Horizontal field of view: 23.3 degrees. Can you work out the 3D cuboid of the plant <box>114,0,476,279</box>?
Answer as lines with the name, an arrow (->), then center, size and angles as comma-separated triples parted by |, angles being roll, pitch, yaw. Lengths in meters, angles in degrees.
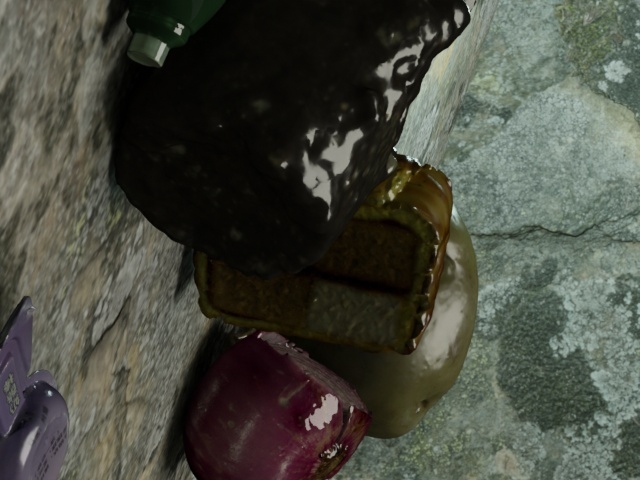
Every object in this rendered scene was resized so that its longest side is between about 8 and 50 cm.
plant -> -0.017, -0.123, 1.086 | 0.188, 0.199, 0.276 | 106, 10, -63

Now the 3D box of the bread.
bread -> 0.000, 0.000, 1.342 | 0.096, 0.222, 0.181 | -66, 162, -55

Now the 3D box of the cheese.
cheese -> -0.190, 0.118, 0.965 | 0.191, 0.042, 0.105 | 96, 14, -54

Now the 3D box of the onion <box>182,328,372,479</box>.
onion -> -0.055, 0.196, 1.605 | 0.207, 0.200, 0.201 | -178, -73, -85

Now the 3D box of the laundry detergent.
laundry detergent -> -0.072, -0.209, 0.950 | 0.137, 0.063, 0.211 | 67, 45, -75

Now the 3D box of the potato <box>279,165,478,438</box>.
potato -> 0.060, 0.065, 1.779 | 0.221, 0.243, 0.326 | 13, 96, -39
